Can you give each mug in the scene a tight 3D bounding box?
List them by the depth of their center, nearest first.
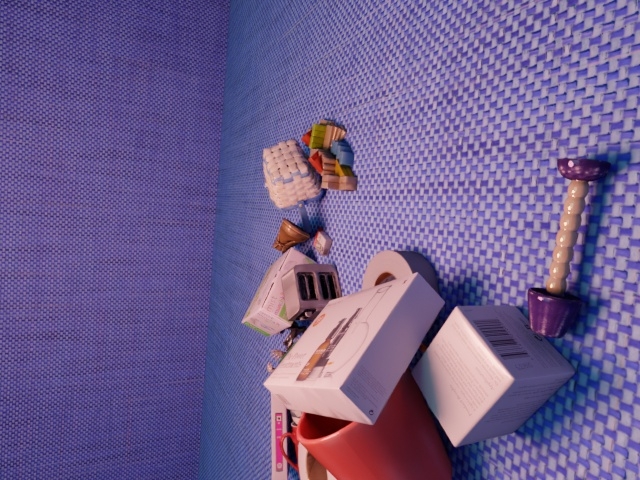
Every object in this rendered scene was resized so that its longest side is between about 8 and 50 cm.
[{"bbox_3d":[-0.051,0.689,1.347,0.113,0.150,0.169,51,-148,-79],"label":"mug"}]

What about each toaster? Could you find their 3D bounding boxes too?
[{"bbox_3d":[-0.029,0.163,1.325,0.110,0.168,0.186,-42,52,51],"label":"toaster"}]

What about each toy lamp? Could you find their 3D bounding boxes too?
[{"bbox_3d":[0.378,0.014,0.633,0.080,0.080,0.275,22,108,62],"label":"toy lamp"}]

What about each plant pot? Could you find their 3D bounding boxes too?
[{"bbox_3d":[0.126,0.416,0.854,0.243,0.275,0.275,56,149,-2],"label":"plant pot"}]

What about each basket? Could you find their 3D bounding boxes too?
[{"bbox_3d":[-0.095,-0.194,1.484,0.289,0.201,0.255,82,169,-53],"label":"basket"}]

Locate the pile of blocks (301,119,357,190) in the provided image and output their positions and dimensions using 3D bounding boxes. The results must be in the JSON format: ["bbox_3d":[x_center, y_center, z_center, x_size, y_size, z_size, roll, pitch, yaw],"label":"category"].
[{"bbox_3d":[0.016,-0.296,1.339,0.149,0.112,0.362,-65,35,36],"label":"pile of blocks"}]

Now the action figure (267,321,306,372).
[{"bbox_3d":[-0.123,0.441,1.501,0.164,0.141,0.276,-155,70,-83],"label":"action figure"}]

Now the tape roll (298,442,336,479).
[{"bbox_3d":[0.063,0.604,1.094,0.246,0.169,0.246,-13,75,61],"label":"tape roll"}]

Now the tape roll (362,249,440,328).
[{"bbox_3d":[0.189,0.133,0.999,0.219,0.072,0.219,-12,76,61],"label":"tape roll"}]

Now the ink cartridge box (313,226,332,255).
[{"bbox_3d":[0.000,0.000,1.431,0.115,0.029,0.063,51,132,52],"label":"ink cartridge box"}]

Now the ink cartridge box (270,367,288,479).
[{"bbox_3d":[-0.153,0.688,1.552,0.176,0.069,0.371,96,170,-81],"label":"ink cartridge box"}]

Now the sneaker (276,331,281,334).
[{"bbox_3d":[-0.220,0.315,1.768,0.226,0.086,0.163,25,107,60],"label":"sneaker"}]

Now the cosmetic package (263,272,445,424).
[{"bbox_3d":[0.055,0.232,0.887,0.097,0.284,0.377,48,148,-6],"label":"cosmetic package"}]

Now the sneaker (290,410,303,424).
[{"bbox_3d":[-0.017,0.498,1.298,0.283,0.110,0.122,-39,79,44],"label":"sneaker"}]

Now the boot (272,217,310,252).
[{"bbox_3d":[-0.114,-0.005,1.468,0.115,0.112,0.305,-52,1,-8],"label":"boot"}]

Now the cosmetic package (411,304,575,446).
[{"bbox_3d":[0.287,0.229,0.709,0.151,0.151,0.184,62,139,46],"label":"cosmetic package"}]

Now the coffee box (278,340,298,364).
[{"bbox_3d":[-0.077,0.409,1.328,0.184,0.040,0.113,-57,48,45],"label":"coffee box"}]

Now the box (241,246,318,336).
[{"bbox_3d":[-0.151,0.189,1.481,0.231,0.126,0.262,-39,23,54],"label":"box"}]

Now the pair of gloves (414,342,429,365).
[{"bbox_3d":[0.247,0.282,0.938,0.074,0.010,0.083,37,123,57],"label":"pair of gloves"}]
